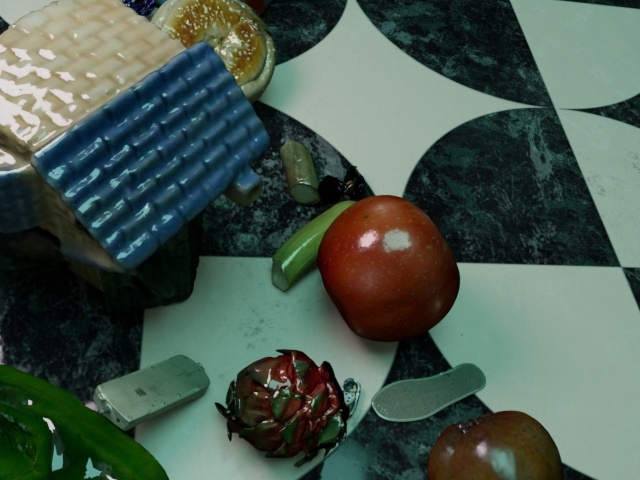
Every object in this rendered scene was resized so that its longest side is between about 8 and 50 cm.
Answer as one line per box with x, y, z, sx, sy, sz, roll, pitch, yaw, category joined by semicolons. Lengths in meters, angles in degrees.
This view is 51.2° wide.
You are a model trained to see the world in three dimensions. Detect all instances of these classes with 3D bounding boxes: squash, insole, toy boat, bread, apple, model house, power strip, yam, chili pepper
0.000;0.000;1.307;0.250;0.083;0.083;-36;68;-29;squash
0.199;0.272;1.195;0.232;0.003;0.080;-13;58;-21;insole
0.048;0.273;1.142;0.038;0.038;0.083;18;51;1;toy boat
-0.246;-0.409;1.486;0.306;0.159;0.305;8;67;-20;bread
0.113;0.049;1.188;0.217;0.260;0.260;-31;63;-4;apple
-0.326;-0.072;1.060;0.400;0.445;0.395;31;53;11;model house
-0.263;0.235;1.042;0.080;0.029;0.227;40;24;21;power strip
-0.041;-0.143;1.414;0.070;0.069;0.146;-4;54;-15;yam
-0.383;0.317;0.935;0.385;0.167;0.213;28;51;10;chili pepper

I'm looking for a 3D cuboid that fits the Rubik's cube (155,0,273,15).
-0.258;-0.749;1.659;0.316;0.318;0.313;26;55;8;Rubik's cube

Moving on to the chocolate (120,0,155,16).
-0.512;-0.507;1.535;0.126;0.148;0.343;43;43;-17;chocolate

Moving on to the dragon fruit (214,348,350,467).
-0.054;0.259;1.050;0.189;0.182;0.182;24;50;-17;dragon fruit

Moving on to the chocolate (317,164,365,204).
0.056;-0.116;1.398;0.147;0.070;0.072;-26;106;-51;chocolate

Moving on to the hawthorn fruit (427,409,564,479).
0.280;0.389;1.022;0.208;0.208;0.248;-24;87;-26;hawthorn fruit
